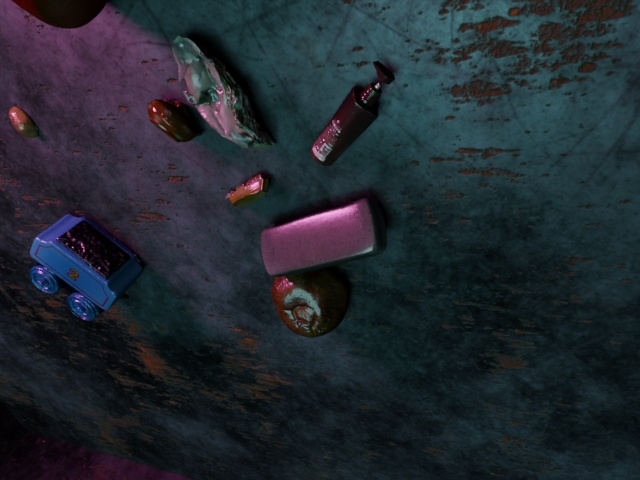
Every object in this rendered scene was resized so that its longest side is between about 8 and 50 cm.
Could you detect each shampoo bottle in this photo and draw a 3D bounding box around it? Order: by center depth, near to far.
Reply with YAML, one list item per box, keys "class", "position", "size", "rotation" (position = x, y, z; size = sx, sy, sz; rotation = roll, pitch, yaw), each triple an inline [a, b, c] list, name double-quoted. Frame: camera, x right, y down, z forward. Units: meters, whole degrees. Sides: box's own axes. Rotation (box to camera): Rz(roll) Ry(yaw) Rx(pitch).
- class: "shampoo bottle"
  position: [0.062, -0.245, 0.982]
  size: [0.068, 0.067, 0.236]
  rotation: [31, 134, -16]

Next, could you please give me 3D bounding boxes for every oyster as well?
- class: "oyster"
  position: [-0.209, -0.305, 1.038]
  size: [0.252, 0.087, 0.199]
  rotation: [30, 144, 9]

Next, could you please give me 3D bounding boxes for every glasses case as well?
- class: "glasses case"
  position: [0.000, 0.000, 1.172]
  size: [0.323, 0.074, 0.131]
  rotation: [-15, 83, 32]

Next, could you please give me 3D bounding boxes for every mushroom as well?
- class: "mushroom"
  position: [-0.025, 0.163, 1.311]
  size: [0.194, 0.138, 0.231]
  rotation: [-18, 119, 34]

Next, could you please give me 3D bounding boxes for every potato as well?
- class: "potato"
  position: [-0.803, -0.316, 1.334]
  size: [0.037, 0.036, 0.093]
  rotation: [-14, 120, 37]

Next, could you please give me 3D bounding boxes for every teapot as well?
- class: "teapot"
  position: [-0.330, -0.277, 1.134]
  size: [0.129, 0.078, 0.098]
  rotation: [40, 174, -23]

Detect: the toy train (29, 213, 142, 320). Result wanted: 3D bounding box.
- class: "toy train"
  position: [-0.729, 0.090, 1.546]
  size: [0.300, 0.188, 0.265]
  rotation: [39, 128, -8]

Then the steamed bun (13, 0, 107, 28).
- class: "steamed bun"
  position: [-0.475, -0.556, 0.839]
  size: [0.235, 0.248, 0.379]
  rotation: [38, 134, -8]

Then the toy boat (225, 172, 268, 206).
- class: "toy boat"
  position: [-0.179, -0.120, 1.212]
  size: [0.149, 0.049, 0.047]
  rotation: [-21, 159, 41]
